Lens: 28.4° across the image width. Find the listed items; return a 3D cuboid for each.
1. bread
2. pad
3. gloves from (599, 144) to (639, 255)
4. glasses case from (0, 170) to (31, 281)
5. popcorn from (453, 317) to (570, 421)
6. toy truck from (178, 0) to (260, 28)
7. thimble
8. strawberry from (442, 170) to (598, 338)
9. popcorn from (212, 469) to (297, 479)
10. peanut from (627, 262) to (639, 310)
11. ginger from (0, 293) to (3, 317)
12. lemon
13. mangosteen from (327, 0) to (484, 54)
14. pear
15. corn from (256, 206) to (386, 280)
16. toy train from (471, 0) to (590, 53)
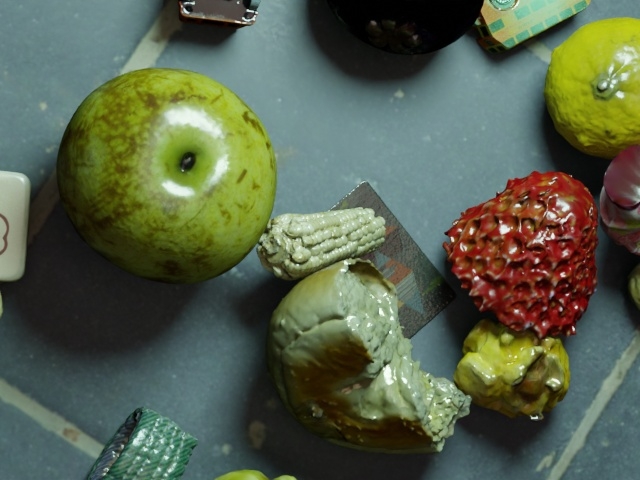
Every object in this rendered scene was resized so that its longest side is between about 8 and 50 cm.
[{"bbox_3d":[0.040,0.164,1.644,0.192,0.171,0.314,-27,124,26],"label":"bread"},{"bbox_3d":[0.075,0.041,1.740,0.143,0.003,0.211,-41,97,-10],"label":"pad"},{"bbox_3d":[0.453,-0.047,1.718,0.126,0.241,0.145,10,75,23],"label":"gloves"},{"bbox_3d":[-0.533,-0.028,1.570,0.336,0.076,0.144,3,88,-12],"label":"glasses case"},{"bbox_3d":[0.262,0.172,1.717,0.167,0.152,0.148,5,116,-14],"label":"popcorn"},{"bbox_3d":[-0.127,-0.406,1.644,0.107,0.114,0.252,6,90,-12],"label":"toy truck"},{"bbox_3d":[-0.230,0.287,1.614,0.090,0.118,0.135,36,67,-14],"label":"thimble"},{"bbox_3d":[0.302,0.003,1.675,0.234,0.178,0.234,14,51,-18],"label":"strawberry"},{"bbox_3d":[-0.077,0.425,1.561,0.274,0.279,0.335,15,105,14],"label":"popcorn"},{"bbox_3d":[0.539,0.091,1.797,0.229,0.098,0.103,26,111,-14],"label":"peanut"},{"bbox_3d":[-0.454,0.205,1.563,0.148,0.081,0.333,2,92,26],"label":"ginger"},{"bbox_3d":[0.399,-0.205,1.710,0.192,0.231,0.192,0,90,20],"label":"lemon"},{"bbox_3d":[0.114,-0.357,1.654,0.243,0.243,0.243,0,89,-12],"label":"mangosteen"},{"bbox_3d":[-0.189,-0.078,1.554,0.283,0.283,0.283,0,89,-12],"label":"pear"},{"bbox_3d":[0.000,0.000,1.652,0.211,0.087,0.087,-12,93,-55],"label":"corn"},{"bbox_3d":[0.290,-0.333,1.756,0.188,0.072,0.099,-28,95,-11],"label":"toy train"}]
